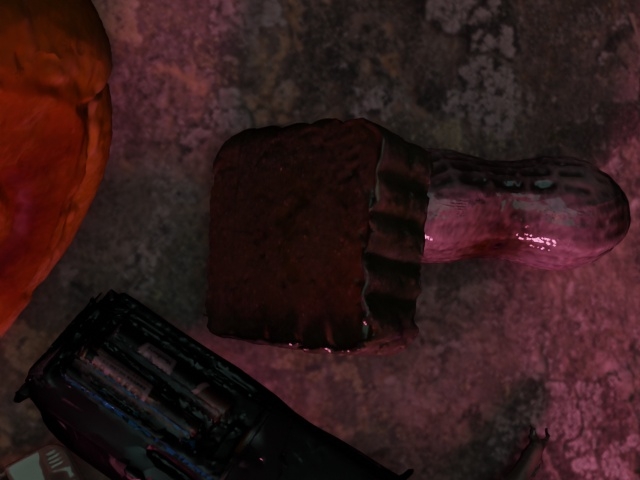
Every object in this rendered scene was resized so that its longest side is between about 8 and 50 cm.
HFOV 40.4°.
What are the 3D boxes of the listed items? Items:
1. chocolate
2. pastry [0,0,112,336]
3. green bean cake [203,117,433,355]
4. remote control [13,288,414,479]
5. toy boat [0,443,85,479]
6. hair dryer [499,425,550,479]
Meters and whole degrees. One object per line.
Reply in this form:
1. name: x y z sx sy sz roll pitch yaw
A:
1. chocolate: 0.162 -0.026 0.778 0.247 0.110 0.110 0 86 -7
2. pastry: -0.280 -0.052 0.575 0.163 0.356 0.356 30 79 15
3. green bean cake: 0.000 0.000 0.707 0.094 0.173 0.182 12 80 -52
4. remote control: -0.047 0.185 0.697 0.398 0.062 0.145 33 62 3
5. toy boat: -0.199 0.299 0.664 0.140 0.141 0.270 -26 78 -13
6. hair dryer: 0.125 0.320 0.757 0.173 0.107 0.357 37 73 -8
